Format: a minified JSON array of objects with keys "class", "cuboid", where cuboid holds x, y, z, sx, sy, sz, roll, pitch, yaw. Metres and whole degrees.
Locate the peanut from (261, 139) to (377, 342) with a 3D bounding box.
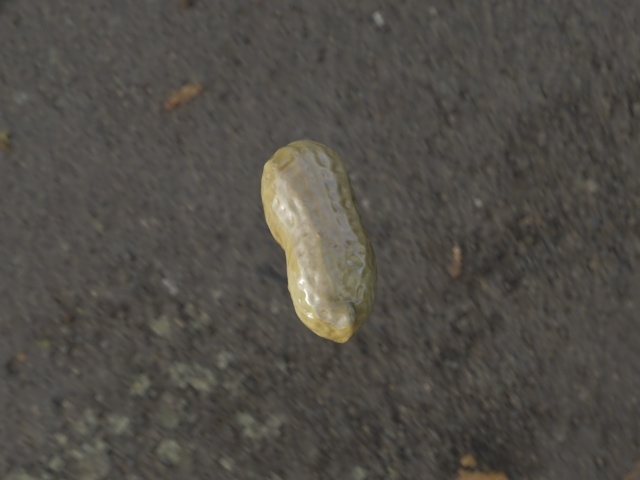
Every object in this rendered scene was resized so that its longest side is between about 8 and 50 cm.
[{"class":"peanut","cuboid":[0.000,0.000,0.959,0.054,0.054,0.113,-20,67,11]}]
